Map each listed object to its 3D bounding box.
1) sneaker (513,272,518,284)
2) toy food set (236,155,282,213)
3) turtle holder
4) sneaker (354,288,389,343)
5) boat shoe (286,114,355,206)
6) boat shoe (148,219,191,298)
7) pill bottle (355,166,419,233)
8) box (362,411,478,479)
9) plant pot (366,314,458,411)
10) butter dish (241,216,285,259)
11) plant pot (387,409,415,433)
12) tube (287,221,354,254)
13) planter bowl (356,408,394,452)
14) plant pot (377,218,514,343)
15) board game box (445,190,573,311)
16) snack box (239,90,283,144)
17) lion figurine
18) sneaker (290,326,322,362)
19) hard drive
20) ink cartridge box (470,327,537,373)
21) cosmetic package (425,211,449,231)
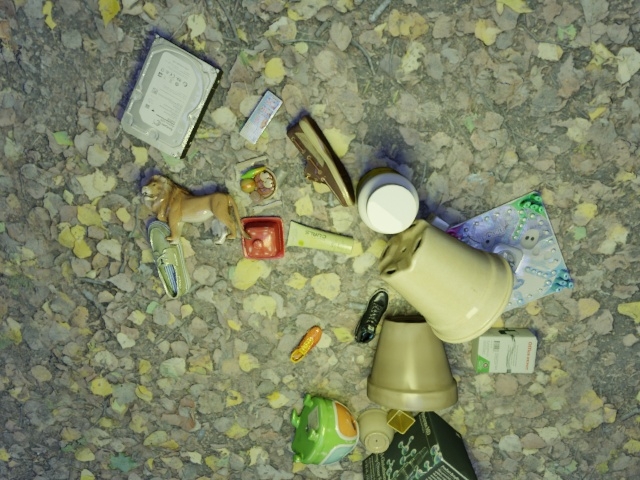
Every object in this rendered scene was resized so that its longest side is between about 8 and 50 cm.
[{"bbox_3d":[0.607,0.191,1.507,0.212,0.080,0.094,-40,111,11],"label":"sneaker"},{"bbox_3d":[-0.219,-0.197,1.515,0.132,0.038,0.192,-17,103,7],"label":"toy food set"},{"bbox_3d":[0.009,0.775,1.660,0.227,0.243,0.320,18,96,-19],"label":"turtle holder"},{"bbox_3d":[0.199,0.295,1.580,0.079,0.121,0.217,25,105,-4],"label":"sneaker"},{"bbox_3d":[-0.003,-0.251,1.447,0.123,0.123,0.342,-31,93,20],"label":"boat shoe"},{"bbox_3d":[-0.562,0.071,1.576,0.109,0.094,0.302,-17,103,7],"label":"boat shoe"},{"bbox_3d":[0.210,-0.129,1.357,0.188,0.334,0.188,1,105,3],"label":"pill bottle"},{"bbox_3d":[0.372,0.913,1.645,0.212,0.293,0.395,42,103,-8],"label":"box"},{"bbox_3d":[0.328,0.423,1.536,0.323,0.323,0.280,0,89,3],"label":"plant pot"},{"bbox_3d":[-0.214,0.003,1.527,0.160,0.118,0.160,-2,104,3],"label":"butter dish"},{"bbox_3d":[0.318,0.700,1.700,0.081,0.083,0.081,35,105,-6],"label":"plant pot"},{"bbox_3d":[0.000,0.000,1.548,0.240,0.062,0.070,13,65,5],"label":"tube"},{"bbox_3d":[0.223,0.782,1.714,0.162,0.109,0.162,1,105,3],"label":"planter bowl"},{"bbox_3d":[0.364,0.101,1.334,0.305,0.334,0.334,35,104,-17],"label":"plant pot"},{"bbox_3d":[0.666,0.076,1.534,0.390,0.050,0.390,-24,102,9],"label":"board game box"},{"bbox_3d":[-0.204,-0.422,1.463,0.064,0.022,0.178,37,104,-6],"label":"snack box"},{"bbox_3d":[-0.431,-0.110,1.493,0.392,0.142,0.240,1,78,-2],"label":"lion figurine"},{"bbox_3d":[-0.051,0.410,1.653,0.064,0.067,0.175,35,102,-4],"label":"sneaker"},{"bbox_3d":[-0.510,-0.479,1.445,0.237,0.064,0.339,30,105,-4],"label":"hard drive"},{"bbox_3d":[0.688,0.414,1.602,0.208,0.087,0.153,1,105,4],"label":"ink cartridge box"},{"bbox_3d":[0.353,0.016,1.510,0.060,0.099,0.239,33,103,-6],"label":"cosmetic package"}]
